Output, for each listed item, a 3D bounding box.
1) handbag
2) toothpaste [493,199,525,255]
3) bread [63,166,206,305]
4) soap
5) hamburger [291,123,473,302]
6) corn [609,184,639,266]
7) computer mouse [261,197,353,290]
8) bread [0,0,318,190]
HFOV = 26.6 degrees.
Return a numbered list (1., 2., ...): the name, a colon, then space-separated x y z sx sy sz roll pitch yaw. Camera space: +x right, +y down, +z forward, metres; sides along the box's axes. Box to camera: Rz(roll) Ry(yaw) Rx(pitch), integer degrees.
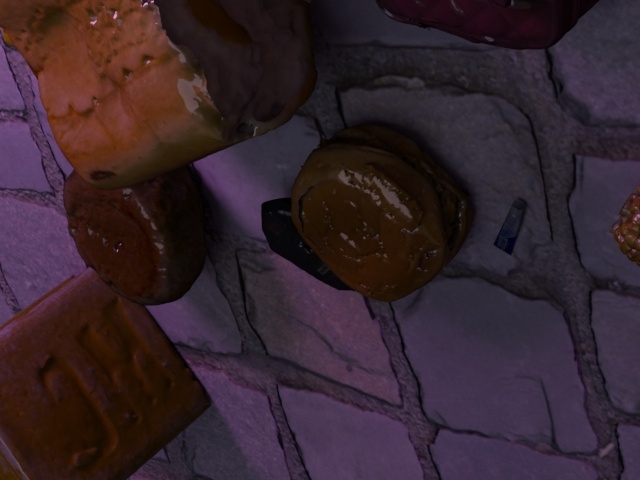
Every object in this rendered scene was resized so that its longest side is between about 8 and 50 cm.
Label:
1. handbag: 0.154 -0.270 1.252 0.225 0.135 0.146 20 138 29
2. toothpaste: 0.211 -0.014 1.508 0.024 0.015 0.083 32 144 17
3. bread: -0.242 -0.028 1.829 0.230 0.123 0.230 26 133 31
4. soap: -0.374 0.233 2.013 0.156 0.335 0.293 -23 101 49
5. hamburger: 0.065 -0.034 1.559 0.213 0.108 0.214 22 137 22
6. corn: 0.417 0.036 1.291 0.291 0.101 0.101 35 139 18
7. computer mouse: 0.000 0.000 1.684 0.172 0.057 0.099 38 140 -7
8. bread: -0.205 -0.258 1.513 0.394 0.250 0.361 -17 107 52
